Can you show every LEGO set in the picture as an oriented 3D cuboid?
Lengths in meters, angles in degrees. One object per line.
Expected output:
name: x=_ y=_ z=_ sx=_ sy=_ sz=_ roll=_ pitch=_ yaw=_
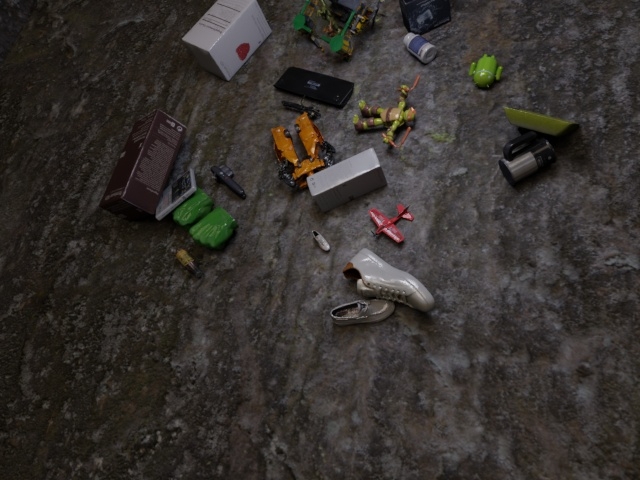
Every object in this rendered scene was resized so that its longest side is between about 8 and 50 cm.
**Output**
LEGO set: x=0.079 y=-0.832 z=1.894 sx=0.331 sy=0.192 sz=0.254 roll=33 pitch=109 yaw=32

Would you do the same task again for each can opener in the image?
can opener: x=-0.328 y=-0.213 z=1.767 sx=0.073 sy=0.059 sz=0.186 roll=-44 pitch=59 yaw=-5

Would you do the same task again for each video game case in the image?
video game case: x=-0.520 y=-0.168 z=1.779 sx=0.173 sy=0.022 sz=0.190 roll=-39 pitch=31 yaw=5

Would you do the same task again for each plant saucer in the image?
plant saucer: x=0.642 y=-0.344 z=1.448 sx=0.188 sy=0.188 sz=0.045 roll=24 pitch=113 yaw=28

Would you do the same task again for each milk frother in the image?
milk frother: x=0.587 y=-0.255 z=1.457 sx=0.135 sy=0.143 sz=0.129 roll=-28 pitch=104 yaw=6

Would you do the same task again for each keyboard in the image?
keyboard: x=-0.044 y=-0.548 z=1.849 sx=0.317 sy=0.033 sz=0.201 roll=25 pitch=69 yaw=29

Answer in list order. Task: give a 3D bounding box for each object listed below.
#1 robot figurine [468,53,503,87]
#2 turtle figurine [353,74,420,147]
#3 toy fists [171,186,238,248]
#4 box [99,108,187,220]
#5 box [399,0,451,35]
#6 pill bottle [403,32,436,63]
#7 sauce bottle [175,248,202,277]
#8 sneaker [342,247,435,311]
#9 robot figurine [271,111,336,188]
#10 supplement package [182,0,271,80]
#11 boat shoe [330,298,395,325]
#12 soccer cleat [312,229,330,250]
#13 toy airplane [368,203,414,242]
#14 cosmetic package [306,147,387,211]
robot figurine: x=0.541 y=-0.552 z=1.624 sx=0.101 sy=0.067 sz=0.115 roll=16 pitch=71 yaw=12
turtle figurine: x=0.231 y=-0.426 z=1.660 sx=0.218 sy=0.087 sz=0.269 roll=9 pitch=77 yaw=31
toy fists: x=-0.405 y=-0.067 z=1.705 sx=0.142 sy=0.096 sz=0.279 roll=-42 pitch=56 yaw=-14
box: x=-0.655 y=-0.275 z=1.835 sx=0.191 sy=0.143 sz=0.380 roll=-9 pitch=61 yaw=43
box: x=0.373 y=-0.839 z=1.770 sx=0.156 sy=0.158 sz=0.093 roll=-23 pitch=59 yaw=8
pill bottle: x=0.350 y=-0.686 z=1.757 sx=0.067 sy=0.067 sz=0.120 roll=-37 pitch=59 yaw=-1
sauce bottle: x=-0.443 y=0.077 z=1.676 sx=0.128 sy=0.042 sz=0.042 roll=39 pitch=82 yaw=29
sneaker: x=0.181 y=0.137 z=1.384 sx=0.123 sy=0.105 sz=0.290 roll=-40 pitch=47 yaw=-21
robot figurine: x=-0.061 y=-0.301 z=1.702 sx=0.211 sy=0.085 sz=0.290 roll=-25 pitch=59 yaw=7
supplement package: x=-0.376 y=-0.835 z=2.020 sx=0.175 sy=0.177 sz=0.292 roll=32 pitch=79 yaw=29
boat shoe: x=0.117 y=0.197 z=1.407 sx=0.184 sy=0.063 sz=0.066 roll=-8 pitch=62 yaw=15
soccer cleat: x=0.000 y=0.000 z=1.561 sx=0.029 sy=0.035 sz=0.083 roll=-37 pitch=59 yaw=-1
toy airplane: x=0.219 y=-0.060 z=1.518 sx=0.151 sy=0.028 sz=0.151 roll=-7 pitch=64 yaw=15
cosmetic package: x=0.086 y=-0.189 z=1.579 sx=0.231 sy=0.117 sz=0.085 roll=-23 pitch=60 yaw=9
